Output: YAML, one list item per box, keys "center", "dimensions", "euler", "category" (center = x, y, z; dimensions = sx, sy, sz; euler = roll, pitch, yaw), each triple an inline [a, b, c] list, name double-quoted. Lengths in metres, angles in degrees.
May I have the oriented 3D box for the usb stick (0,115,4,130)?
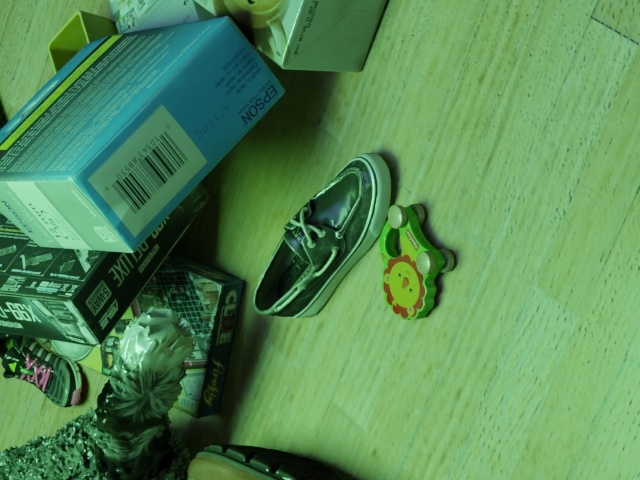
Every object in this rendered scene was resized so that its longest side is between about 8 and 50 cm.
- center: [-0.499, -0.235, 2.328]
  dimensions: [0.077, 0.045, 0.278]
  euler: [-43, 60, 38]
  category: "usb stick"

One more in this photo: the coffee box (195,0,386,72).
- center: [-0.059, -0.320, 1.789]
  dimensions: [0.297, 0.119, 0.168]
  euler: [41, 121, 39]
  category: "coffee box"

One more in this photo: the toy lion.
- center: [0.088, 0.027, 1.694]
  dimensions: [0.100, 0.034, 0.096]
  euler: [60, 137, 29]
  category: "toy lion"

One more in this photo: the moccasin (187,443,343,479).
- center: [-0.003, 0.318, 1.725]
  dimensions: [0.380, 0.139, 0.147]
  euler: [24, 98, 36]
  category: "moccasin"

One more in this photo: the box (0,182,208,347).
- center: [-0.317, -0.003, 1.925]
  dimensions: [0.308, 0.242, 0.076]
  euler: [4, 136, 35]
  category: "box"

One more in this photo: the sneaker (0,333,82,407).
- center: [-0.373, 0.165, 2.163]
  dimensions: [0.170, 0.075, 0.063]
  euler: [39, 117, 40]
  category: "sneaker"

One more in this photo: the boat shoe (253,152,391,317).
- center: [0.000, 0.000, 1.758]
  dimensions: [0.078, 0.070, 0.219]
  euler: [52, 125, 34]
  category: "boat shoe"

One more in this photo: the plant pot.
- center: [-0.273, -0.225, 2.050]
  dimensions: [0.081, 0.083, 0.081]
  euler: [-38, 64, 41]
  category: "plant pot"

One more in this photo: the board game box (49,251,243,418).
- center: [-0.208, 0.090, 1.970]
  dimensions: [0.243, 0.042, 0.165]
  euler: [21, 106, 33]
  category: "board game box"

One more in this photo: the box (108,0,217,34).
- center: [-0.186, -0.265, 1.990]
  dimensions: [0.145, 0.038, 0.186]
  euler: [-39, 61, 41]
  category: "box"

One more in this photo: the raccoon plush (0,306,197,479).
- center: [-0.265, 0.221, 1.963]
  dimensions: [0.299, 0.216, 0.446]
  euler: [41, 114, 44]
  category: "raccoon plush"

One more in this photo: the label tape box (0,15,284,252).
- center: [-0.231, -0.113, 1.820]
  dimensions: [0.115, 0.249, 0.348]
  euler: [50, 156, -22]
  category: "label tape box"
